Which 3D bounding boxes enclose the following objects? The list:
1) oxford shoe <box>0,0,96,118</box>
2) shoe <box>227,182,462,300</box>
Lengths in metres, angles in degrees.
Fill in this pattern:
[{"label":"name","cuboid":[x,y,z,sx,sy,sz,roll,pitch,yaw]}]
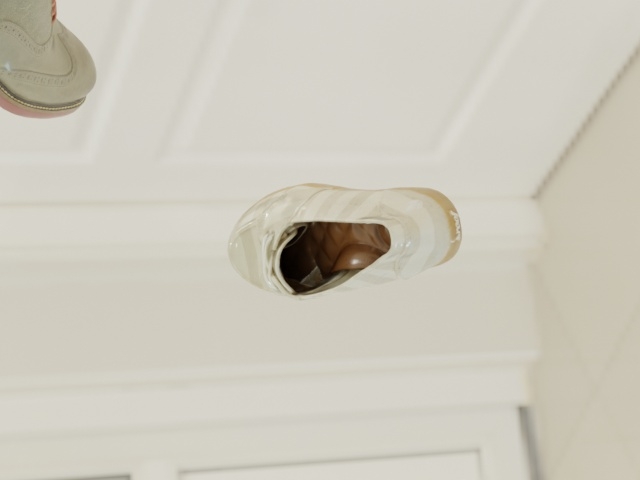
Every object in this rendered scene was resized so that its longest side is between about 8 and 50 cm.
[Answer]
[{"label":"oxford shoe","cuboid":[-0.273,-0.208,1.620,0.123,0.130,0.348,64,-168,20]},{"label":"shoe","cuboid":[0.000,0.000,1.230,0.219,0.058,0.076,-9,101,48]}]
